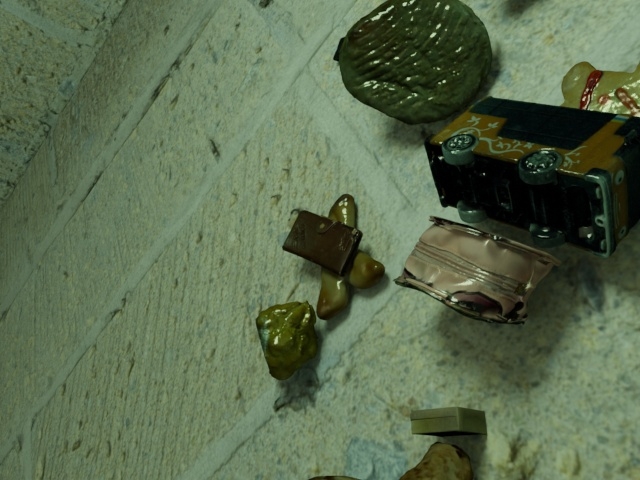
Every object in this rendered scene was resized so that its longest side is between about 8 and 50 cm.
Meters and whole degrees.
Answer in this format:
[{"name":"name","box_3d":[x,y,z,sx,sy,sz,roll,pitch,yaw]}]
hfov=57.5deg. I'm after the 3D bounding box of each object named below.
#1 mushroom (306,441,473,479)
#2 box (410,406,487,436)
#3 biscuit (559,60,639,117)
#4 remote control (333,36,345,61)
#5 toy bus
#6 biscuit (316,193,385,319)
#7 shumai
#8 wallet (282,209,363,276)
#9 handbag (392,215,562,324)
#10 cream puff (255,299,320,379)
[{"name":"mushroom","box_3d":[0.066,0.393,0.774,0.267,0.267,0.255,-13,64,42]},{"name":"box","box_3d":[0.181,0.260,0.834,0.083,0.079,0.035,-21,60,39]},{"name":"biscuit","box_3d":[0.435,-0.194,0.812,0.234,0.030,0.153,19,89,49]},{"name":"remote control","box_3d":[0.122,-0.423,1.236,0.245,0.025,0.063,7,77,48]},{"name":"toy bus","box_3d":[0.299,-0.098,0.799,0.167,0.138,0.275,-38,37,-20]},{"name":"biscuit","box_3d":[0.033,0.028,1.112,0.164,0.047,0.208,-42,47,26]},{"name":"shumai","box_3d":[0.179,-0.339,1.075,0.271,0.203,0.222,21,114,13]},{"name":"wallet","box_3d":[0.000,0.000,1.105,0.176,0.026,0.095,23,87,47]},{"name":"handbag","box_3d":[0.219,0.042,0.825,0.205,0.179,0.116,24,98,49]},{"name":"cream puff","box_3d":[-0.058,0.181,1.094,0.116,0.146,0.146,-19,50,-8]}]
